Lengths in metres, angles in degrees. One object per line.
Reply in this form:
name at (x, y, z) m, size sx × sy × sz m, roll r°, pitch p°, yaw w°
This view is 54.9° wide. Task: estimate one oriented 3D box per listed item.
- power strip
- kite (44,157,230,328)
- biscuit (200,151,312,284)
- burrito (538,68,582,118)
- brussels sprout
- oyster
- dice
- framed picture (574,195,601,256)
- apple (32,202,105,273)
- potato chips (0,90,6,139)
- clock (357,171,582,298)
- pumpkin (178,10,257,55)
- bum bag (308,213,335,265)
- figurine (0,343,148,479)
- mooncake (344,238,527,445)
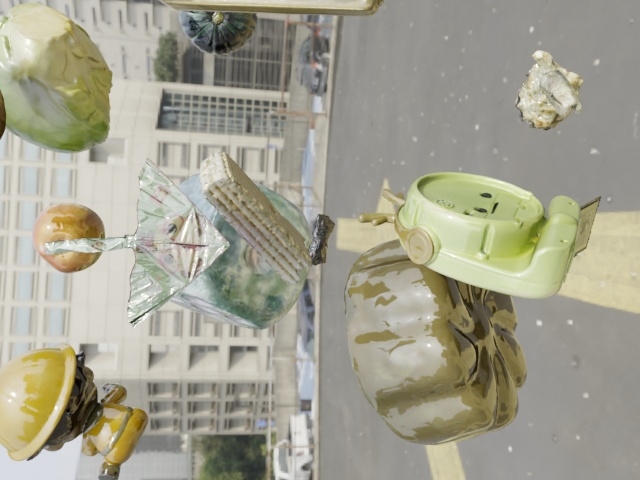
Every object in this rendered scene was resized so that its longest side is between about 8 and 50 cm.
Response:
power strip at (-0.068, -0.295, 0.704) m, size 0.044 × 0.306 × 0.064 m, roll -27°, pitch -58°, yaw -76°
kite at (-0.243, 0.002, 0.816) m, size 0.012 × 0.250 × 0.229 m, roll 78°, pitch -168°, yaw -81°
biscuit at (-0.101, -0.036, 0.993) m, size 0.239 × 0.062 × 0.108 m, roll 49°, pitch -170°, yaw -32°
burrito at (0.498, -0.310, 1.288) m, size 0.058 × 0.045 × 0.188 m, roll -33°, pitch 32°, yaw 23°
brussels sprout at (-0.585, -0.349, 1.340) m, size 0.344 × 0.344 × 0.268 m, roll 106°, pitch -176°, yaw -55°
oyster at (0.535, -0.353, 1.461) m, size 0.191 × 0.163 × 0.081 m, roll 59°, pitch -150°, yaw -11°
dice at (-0.249, 0.031, 1.629) m, size 0.348 × 0.330 × 0.327 m, roll -1°, pitch 64°, yaw 50°
framed picture at (0.746, -0.017, 1.810) m, size 0.010 × 0.199 × 0.195 m, roll 39°, pitch 143°, yaw 42°
apple at (-0.622, -0.008, 1.527) m, size 0.199 × 0.199 × 0.199 m, roll -178°, pitch 90°, yaw -81°
potato chips at (-0.610, -0.247, 1.089) m, size 0.195 × 0.062 × 0.208 m, roll 133°, pitch 129°, yaw -69°
clock at (0.219, -0.028, 0.921) m, size 0.235 × 0.308 × 0.096 m, roll -44°, pitch -35°, yaw -56°
pumpkin at (-0.255, -0.561, 1.534) m, size 0.150 × 0.194 × 0.194 m, roll -107°, pitch 20°, yaw -43°
bum bag at (0.001, 0.000, 1.476) m, size 0.034 × 0.058 × 0.124 m, roll 14°, pitch 88°, yaw 62°
figurine at (-0.415, 0.279, 1.015) m, size 0.167 × 0.257 × 0.192 m, roll 127°, pitch 162°, yaw -56°
mooncake at (0.217, 0.170, 1.091) m, size 0.201 × 0.378 × 0.378 m, roll -24°, pitch 53°, yaw 31°
